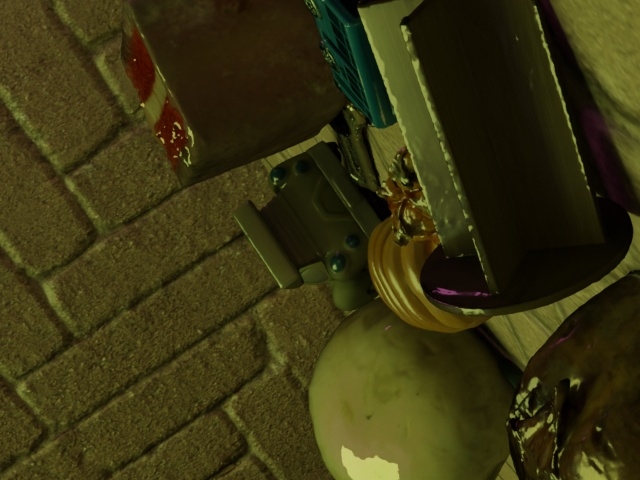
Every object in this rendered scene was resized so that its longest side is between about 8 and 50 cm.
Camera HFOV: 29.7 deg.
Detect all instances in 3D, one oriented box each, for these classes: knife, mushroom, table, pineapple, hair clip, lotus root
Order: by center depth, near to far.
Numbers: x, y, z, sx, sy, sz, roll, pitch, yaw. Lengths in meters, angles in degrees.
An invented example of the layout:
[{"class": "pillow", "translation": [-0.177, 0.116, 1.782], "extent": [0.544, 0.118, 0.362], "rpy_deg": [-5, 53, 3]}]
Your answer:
[{"class": "table", "translation": [0.120, -0.083, 0.883], "extent": [0.226, 0.167, 0.167], "rpy_deg": [68, 171, -23]}, {"class": "lotus root", "translation": [0.260, 0.170, 0.984], "extent": [0.272, 0.192, 0.272], "rpy_deg": [63, 177, 5]}, {"class": "pineapple", "translation": [0.142, -0.023, 1.078], "extent": [0.164, 0.140, 0.250], "rpy_deg": [54, 172, 17]}, {"class": "hair clip", "translation": [0.320, 0.246, 1.727], "extent": [0.229, 0.039, 0.070], "rpy_deg": [59, 177, 37]}, {"class": "knife", "translation": [0.046, -0.145, 1.780], "extent": [0.089, 0.043, 0.365], "rpy_deg": [56, 176, 19]}, {"class": "mushroom", "translation": [0.165, 0.246, 1.902], "extent": [0.353, 0.353, 0.325], "rpy_deg": [-133, 31, -63]}]

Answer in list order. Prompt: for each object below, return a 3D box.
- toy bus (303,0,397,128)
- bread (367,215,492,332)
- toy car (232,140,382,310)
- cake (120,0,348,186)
[{"class": "toy bus", "translation": [0.052, -0.190, 1.124], "extent": [0.106, 0.090, 0.184], "rpy_deg": [52, 173, 29]}, {"class": "bread", "translation": [0.140, 0.043, 1.613], "extent": [0.173, 0.121, 0.311], "rpy_deg": [57, 174, -2]}, {"class": "toy car", "translation": [0.000, 0.000, 2.103], "extent": [0.242, 0.226, 0.336], "rpy_deg": [55, 174, 15]}, {"class": "cake", "translation": [-0.125, -0.224, 1.608], "extent": [0.309, 0.230, 0.237], "rpy_deg": [140, 106, -79]}]
